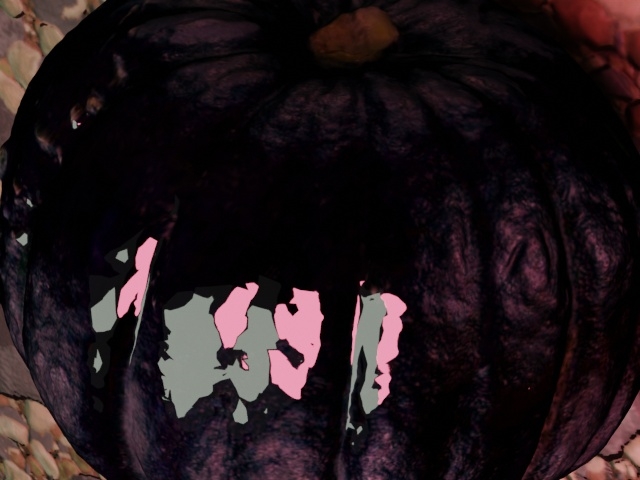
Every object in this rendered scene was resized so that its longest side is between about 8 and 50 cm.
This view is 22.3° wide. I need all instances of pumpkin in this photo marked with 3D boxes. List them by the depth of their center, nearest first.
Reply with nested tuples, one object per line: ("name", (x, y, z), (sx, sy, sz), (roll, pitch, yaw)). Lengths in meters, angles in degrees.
("pumpkin", (0.000, 0.000, 0.882), (0.363, 0.363, 0.266), (29, 123, 27))
